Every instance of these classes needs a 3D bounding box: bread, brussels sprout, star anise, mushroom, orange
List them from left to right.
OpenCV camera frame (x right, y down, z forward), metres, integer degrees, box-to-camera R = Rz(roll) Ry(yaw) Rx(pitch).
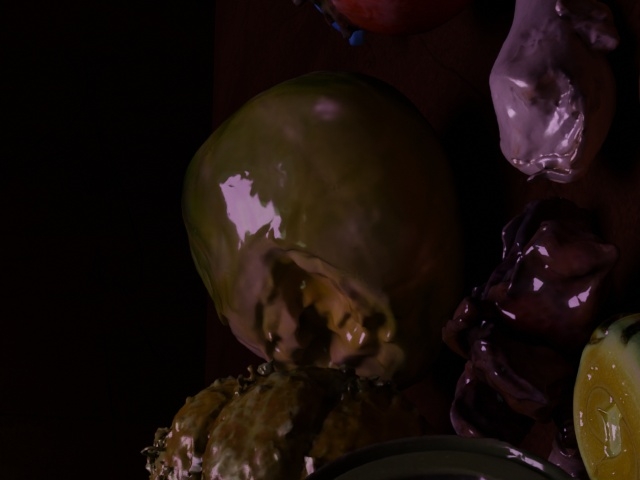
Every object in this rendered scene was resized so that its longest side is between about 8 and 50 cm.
[{"bbox_3d":[-0.008,0.235,1.224,0.301,0.300,0.223,-14,38,41],"label":"orange"},{"bbox_3d":[0.000,0.000,1.304,0.344,0.268,0.344,180,90,-75],"label":"brussels sprout"},{"bbox_3d":[0.140,0.057,0.962,0.220,0.099,0.214,108,-179,-61],"label":"star anise"},{"bbox_3d":[0.168,-0.163,1.011,0.099,0.096,0.278,118,158,-58],"label":"mushroom"},{"bbox_3d":[0.201,0.111,0.801,0.139,0.071,0.130,-121,31,-58],"label":"bread"}]

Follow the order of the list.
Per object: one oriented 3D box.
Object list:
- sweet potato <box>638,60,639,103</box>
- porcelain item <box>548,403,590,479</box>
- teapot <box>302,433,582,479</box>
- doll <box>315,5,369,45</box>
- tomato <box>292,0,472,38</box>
[{"bbox_3d":[0.221,-0.064,0.863,0.041,0.038,0.153,-47,-44,-75],"label":"sweet potato"},{"bbox_3d":[0.160,0.209,0.988,0.084,0.054,0.213,-103,26,-55],"label":"porcelain item"},{"bbox_3d":[0.106,0.319,0.844,0.200,0.270,0.337,-38,-50,-47],"label":"teapot"},{"bbox_3d":[0.045,-0.403,1.540,0.199,0.145,0.363,-57,-31,-86],"label":"doll"},{"bbox_3d":[0.044,-0.353,1.216,0.321,0.321,0.322,-175,90,-78],"label":"tomato"}]
